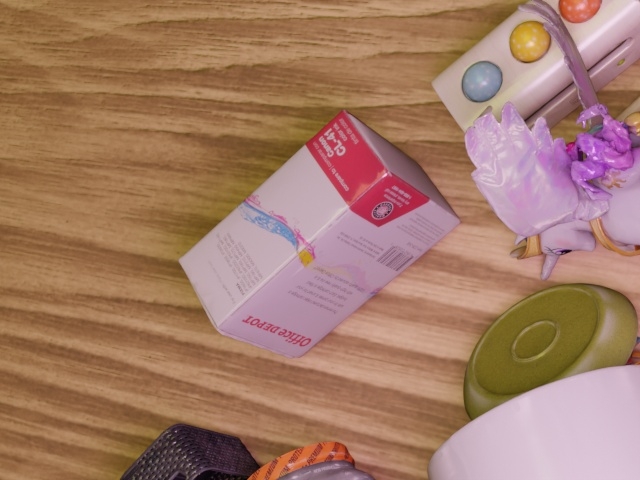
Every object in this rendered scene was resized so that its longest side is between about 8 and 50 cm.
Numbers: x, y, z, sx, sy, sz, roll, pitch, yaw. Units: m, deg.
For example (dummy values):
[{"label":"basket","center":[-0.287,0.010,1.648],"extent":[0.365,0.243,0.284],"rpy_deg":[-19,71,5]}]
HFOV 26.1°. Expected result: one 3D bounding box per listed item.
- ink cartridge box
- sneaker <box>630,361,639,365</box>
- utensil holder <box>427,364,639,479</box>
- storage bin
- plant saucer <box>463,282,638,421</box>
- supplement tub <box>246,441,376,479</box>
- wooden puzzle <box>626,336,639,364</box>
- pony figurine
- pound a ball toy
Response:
[{"label":"ink cartridge box","center":[0.000,0.000,1.829],"extent":[0.306,0.226,0.131],"rpy_deg":[-40,60,13]},{"label":"sneaker","center":[0.319,0.170,1.705],"extent":[0.175,0.064,0.067],"rpy_deg":[6,58,26]},{"label":"utensil holder","center":[0.321,0.372,1.486],"extent":[0.327,0.327,0.386],"rpy_deg":[-30,60,19]},{"label":"storage bin","center":[-0.167,0.325,1.853],"extent":[0.122,0.180,0.084],"rpy_deg":[-47,58,10]},{"label":"plant saucer","center":[0.267,0.131,1.669],"extent":[0.241,0.037,0.241],"rpy_deg":[-30,26,17]},{"label":"supplement tub","center":[0.027,0.422,1.707],"extent":[0.193,0.193,0.316],"rpy_deg":[-36,61,16]},{"label":"wooden puzzle","center":[0.359,0.126,1.692],"extent":[0.049,0.006,0.083],"rpy_deg":[-34,37,-33]},{"label":"pony figurine","center":[0.342,-0.081,1.603],"extent":[0.363,0.351,0.303],"rpy_deg":[2,42,36]},{"label":"pound a ball toy","center":[0.323,-0.226,1.766],"extent":[0.319,0.135,0.208],"rpy_deg":[-39,60,15]}]
